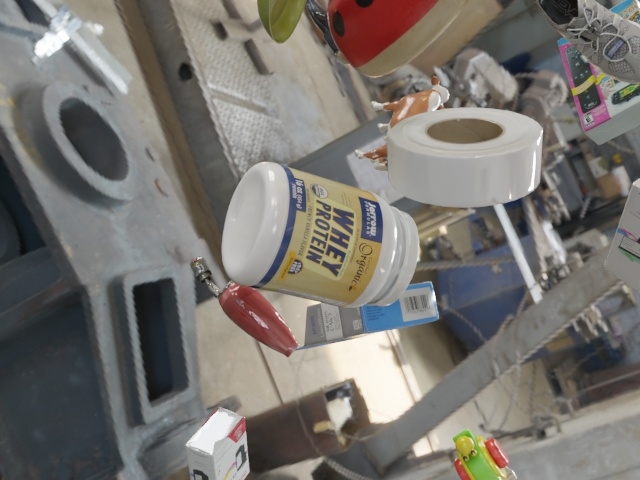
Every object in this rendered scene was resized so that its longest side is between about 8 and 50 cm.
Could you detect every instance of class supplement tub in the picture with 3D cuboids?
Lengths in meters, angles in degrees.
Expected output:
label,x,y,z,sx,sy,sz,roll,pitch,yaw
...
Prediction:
label,x,y,z,sx,sy,sz,roll,pitch,yaw
supplement tub,0.000,0.000,1.438,0.316,0.228,0.228,14,48,-26

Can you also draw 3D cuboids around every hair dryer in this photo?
label,x,y,z,sx,sy,sz,roll,pitch,yaw
hair dryer,-0.133,0.137,1.617,0.223,0.080,0.293,32,10,-46

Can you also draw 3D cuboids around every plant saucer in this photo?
label,x,y,z,sx,sy,sz,roll,pitch,yaw
plant saucer,-0.060,-0.463,1.337,0.241,0.037,0.241,17,90,-81

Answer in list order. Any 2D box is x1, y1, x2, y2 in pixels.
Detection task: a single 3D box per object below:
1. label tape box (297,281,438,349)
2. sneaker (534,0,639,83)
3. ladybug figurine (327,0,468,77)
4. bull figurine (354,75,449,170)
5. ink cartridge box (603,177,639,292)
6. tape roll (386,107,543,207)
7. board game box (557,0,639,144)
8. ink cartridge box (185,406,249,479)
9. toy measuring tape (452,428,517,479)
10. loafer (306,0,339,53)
label,x,y,z,sx,sy,sz,roll,pitch,yaw
label tape box,0.098,0.195,1.983,0.241,0.334,0.106,-5,80,-36
sneaker,0.492,-0.381,1.420,0.281,0.105,0.115,45,33,24
ladybug figurine,0.152,-0.491,1.405,0.162,0.449,0.305,20,41,-28
bull figurine,0.213,-0.295,1.972,0.101,0.188,0.310,56,42,-36
ink cartridge box,0.784,-0.041,1.770,0.117,0.201,0.278,43,-30,35
tape roll,0.270,-0.163,1.460,0.286,0.286,0.100,-68,156,-60
board game box,0.750,-0.430,1.967,0.097,0.224,0.303,24,50,-39
ink cartridge box,-0.219,0.472,1.674,0.127,0.072,0.175,-47,143,-48
toy measuring tape,0.394,0.533,1.779,0.330,0.121,0.121,45,29,-42
loafer,0.016,-0.568,1.999,0.170,0.061,0.062,56,6,-11
